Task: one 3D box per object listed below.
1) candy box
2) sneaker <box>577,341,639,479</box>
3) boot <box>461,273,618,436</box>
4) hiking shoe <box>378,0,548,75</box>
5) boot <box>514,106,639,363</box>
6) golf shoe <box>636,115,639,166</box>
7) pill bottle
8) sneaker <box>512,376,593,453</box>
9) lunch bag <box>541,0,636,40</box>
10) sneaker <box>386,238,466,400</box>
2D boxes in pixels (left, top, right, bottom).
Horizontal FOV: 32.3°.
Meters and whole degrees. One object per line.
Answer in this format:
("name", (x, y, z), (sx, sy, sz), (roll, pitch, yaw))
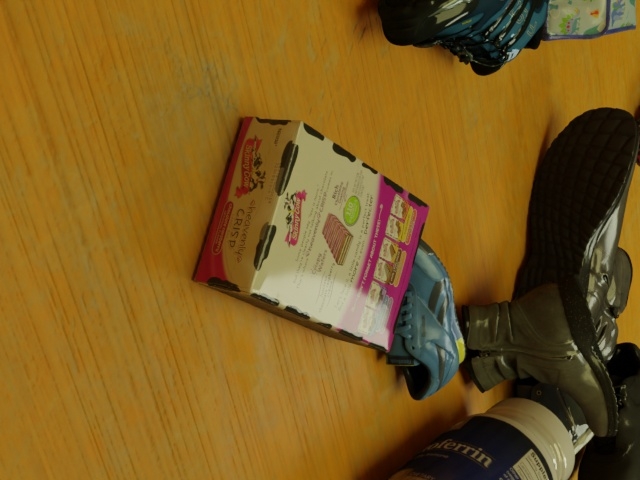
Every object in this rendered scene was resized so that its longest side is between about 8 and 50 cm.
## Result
("candy box", (0.000, 0.000, 1.036), (0.233, 0.071, 0.159), (29, 74, -51))
("sneaker", (0.430, 0.270, 1.629), (0.130, 0.109, 0.286), (59, 39, -29))
("boot", (0.266, 0.155, 1.357), (0.083, 0.161, 0.246), (-90, 159, -59))
("hiking shoe", (0.171, -0.235, 1.176), (0.304, 0.113, 0.132), (-30, 119, -46))
("boot", (0.367, 0.000, 1.496), (0.223, 0.118, 0.338), (14, 96, -55))
("golf shoe", (0.526, -0.185, 1.682), (0.086, 0.067, 0.186), (39, 66, -50))
("pill bottle", (0.175, 0.289, 1.253), (0.265, 0.153, 0.153), (-27, 118, -47))
("sneaker", (0.261, 0.259, 1.436), (0.222, 0.083, 0.118), (-41, 109, -32))
("lunch bag", (0.329, -0.322, 1.387), (0.151, 0.096, 0.128), (-15, 111, -35))
("sneaker", (0.098, 0.083, 1.182), (0.082, 0.069, 0.209), (-44, 130, -33))
